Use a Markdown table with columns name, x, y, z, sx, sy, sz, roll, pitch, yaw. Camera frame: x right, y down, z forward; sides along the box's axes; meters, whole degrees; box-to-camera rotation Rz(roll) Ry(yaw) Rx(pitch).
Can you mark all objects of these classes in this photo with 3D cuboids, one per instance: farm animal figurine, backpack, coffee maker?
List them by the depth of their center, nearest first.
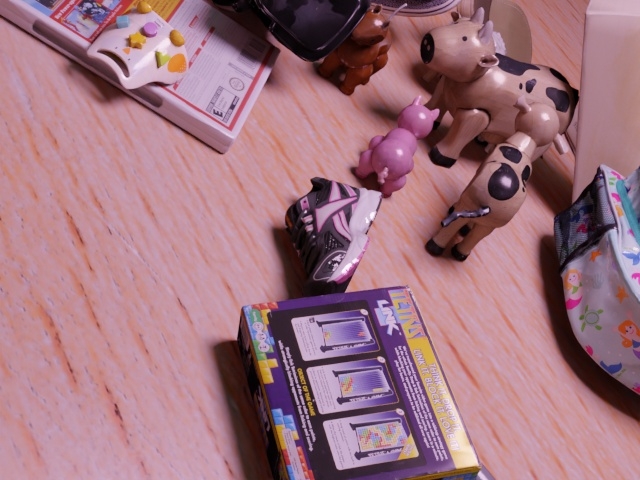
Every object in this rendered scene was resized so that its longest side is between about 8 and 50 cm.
| name | x | y | z | sx | sy | sz | roll | pitch | yaw |
| --- | --- | --- | --- | --- | --- | --- | --- | --- | --- |
| backpack | 0.369 | 0.050 | 1.134 | 0.225 | 0.191 | 0.253 | 29 | 40 | -15 |
| coffee maker | -0.018 | -0.273 | 1.158 | 0.171 | 0.120 | 0.178 | 12 | 24 | -28 |
| farm animal figurine | 0.175 | -0.152 | 1.187 | 0.326 | 0.172 | 0.330 | -3 | 52 | -44 |

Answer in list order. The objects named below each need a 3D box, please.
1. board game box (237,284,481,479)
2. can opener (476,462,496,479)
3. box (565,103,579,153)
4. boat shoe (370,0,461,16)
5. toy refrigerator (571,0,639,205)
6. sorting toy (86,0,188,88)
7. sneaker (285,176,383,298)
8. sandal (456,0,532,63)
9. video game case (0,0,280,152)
| name | x | y | z | sx | sy | sz | roll | pitch | yaw |
| --- | --- | --- | --- | --- | --- | --- | --- | --- | --- |
| board game box | 0.024 | 0.119 | 0.807 | 0.141 | 0.048 | 0.170 | -5 | 50 | -16 |
| can opener | 0.164 | 0.247 | 0.801 | 0.280 | 0.093 | 0.074 | 47 | 36 | 20 |
| box | 0.472 | -0.134 | 1.458 | 0.232 | 0.149 | 0.127 | 19 | 38 | -28 |
| boat shoe | 0.013 | -0.365 | 1.273 | 0.340 | 0.127 | 0.158 | 24 | 11 | 7 |
| toy refrigerator | 0.350 | -0.145 | 1.251 | 0.094 | 0.270 | 0.102 | 7 | 29 | 17 |
| sorting toy | -0.170 | -0.172 | 0.979 | 0.083 | 0.045 | 0.075 | 41 | 54 | 4 |
| sneaker | 0.000 | 0.000 | 0.962 | 0.077 | 0.072 | 0.178 | 23 | 27 | -1 |
| sandal | 0.215 | -0.291 | 1.464 | 0.079 | 0.088 | 0.240 | 9 | -5 | 30 |
| video game case | -0.184 | -0.217 | 1.065 | 0.285 | 0.025 | 0.204 | 32 | 35 | -10 |
